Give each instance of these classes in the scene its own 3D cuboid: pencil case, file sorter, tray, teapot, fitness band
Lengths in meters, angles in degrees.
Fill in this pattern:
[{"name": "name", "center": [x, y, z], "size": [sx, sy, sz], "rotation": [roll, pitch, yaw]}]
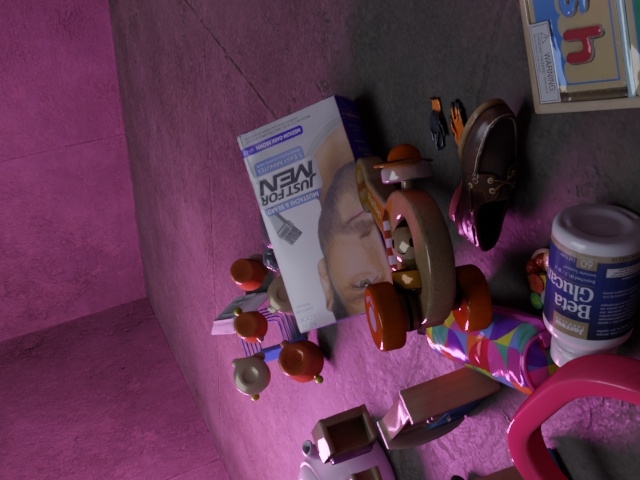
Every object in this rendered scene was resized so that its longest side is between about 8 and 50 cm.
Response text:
[{"name": "pencil case", "center": [0.227, 0.128, 1.007], "size": [0.236, 0.104, 0.105], "rotation": [15, 120, 63]}, {"name": "file sorter", "center": [-0.123, 0.231, 1.899], "size": [0.170, 0.118, 0.105], "rotation": [129, 124, -64]}, {"name": "tray", "center": [-0.220, 0.188, 2.068], "size": [0.030, 0.145, 0.270], "rotation": [47, 160, -9]}, {"name": "teapot", "center": [0.036, 0.523, 1.637], "size": [0.256, 0.187, 0.252], "rotation": [69, 158, 8]}, {"name": "fitness band", "center": [0.314, 0.228, 0.829], "size": [0.209, 0.054, 0.291], "rotation": [41, 148, 15]}]

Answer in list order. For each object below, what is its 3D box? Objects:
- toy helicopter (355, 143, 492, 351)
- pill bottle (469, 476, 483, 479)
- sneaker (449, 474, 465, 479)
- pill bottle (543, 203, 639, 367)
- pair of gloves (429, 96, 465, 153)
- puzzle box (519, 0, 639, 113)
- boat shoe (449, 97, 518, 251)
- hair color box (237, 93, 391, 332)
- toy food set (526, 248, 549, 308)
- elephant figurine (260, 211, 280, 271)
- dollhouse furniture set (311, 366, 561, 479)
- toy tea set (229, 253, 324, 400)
[{"name": "toy helicopter", "center": [0.098, -0.037, 1.015], "size": [0.355, 0.140, 0.235], "rotation": [-114, 14, -61]}, {"name": "pill bottle", "center": [0.170, 0.474, 1.168], "size": [0.153, 0.264, 0.153], "rotation": [48, 147, 46]}, {"name": "sneaker", "center": [0.233, 0.443, 1.300], "size": [0.043, 0.040, 0.109], "rotation": [-179, 74, -69]}, {"name": "pill bottle", "center": [0.284, 0.055, 0.816], "size": [0.094, 0.094, 0.169], "rotation": [43, 143, 52]}, {"name": "pair of gloves", "center": [0.170, -0.154, 1.048], "size": [0.083, 0.010, 0.074], "rotation": [27, 131, 62]}, {"name": "puzzle box", "center": [0.260, -0.315, 0.660], "size": [0.272, 0.052, 0.409], "rotation": [12, 117, 65]}, {"name": "boat shoe", "center": [0.207, -0.073, 0.941], "size": [0.207, 0.073, 0.073], "rotation": [86, 161, -49]}, {"name": "hair color box", "center": [0.012, -0.041, 1.260], "size": [0.110, 0.185, 0.339], "rotation": [-14, -96, -69]}, {"name": "toy food set", "center": [0.276, 0.050, 0.931], "size": [0.083, 0.020, 0.083], "rotation": [-9, 98, 68]}, {"name": "elephant figurine", "center": [0.000, 0.000, 1.409], "size": [0.239, 0.186, 0.170], "rotation": [23, 100, 55]}, {"name": "dollhouse furniture set", "center": [0.169, 0.367, 1.084], "size": [0.198, 0.286, 0.303], "rotation": [101, 149, -63]}, {"name": "toy tea set", "center": [-0.104, 0.189, 1.781], "size": [0.124, 0.199, 0.336], "rotation": [38, -136, -72]}]
